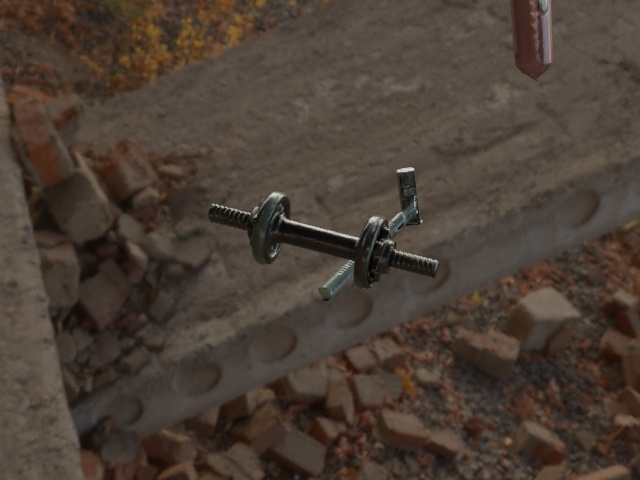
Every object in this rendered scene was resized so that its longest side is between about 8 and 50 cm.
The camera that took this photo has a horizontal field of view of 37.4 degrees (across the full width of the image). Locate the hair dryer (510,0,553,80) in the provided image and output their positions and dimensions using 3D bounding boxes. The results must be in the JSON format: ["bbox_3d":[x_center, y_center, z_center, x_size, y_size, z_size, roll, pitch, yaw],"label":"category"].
[{"bbox_3d":[0.282,-0.375,1.211,0.126,0.352,0.210,-15,22,-16],"label":"hair dryer"}]

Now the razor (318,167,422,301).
[{"bbox_3d":[0.066,0.003,1.131,0.036,0.084,0.211,13,43,31],"label":"razor"}]

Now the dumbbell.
[{"bbox_3d":[0.000,0.000,0.993,0.254,0.081,0.081,14,31,15],"label":"dumbbell"}]
